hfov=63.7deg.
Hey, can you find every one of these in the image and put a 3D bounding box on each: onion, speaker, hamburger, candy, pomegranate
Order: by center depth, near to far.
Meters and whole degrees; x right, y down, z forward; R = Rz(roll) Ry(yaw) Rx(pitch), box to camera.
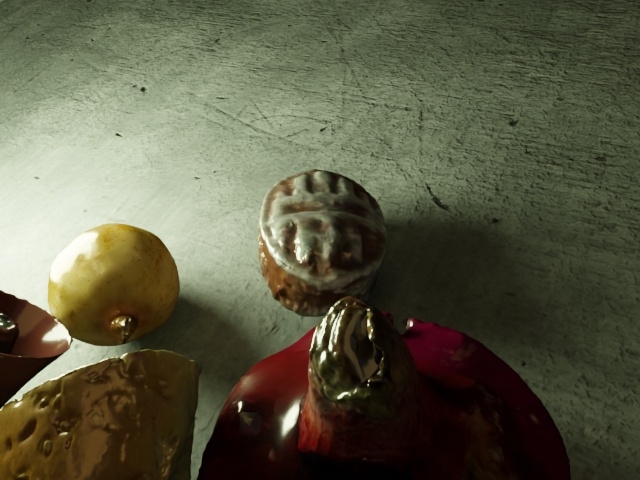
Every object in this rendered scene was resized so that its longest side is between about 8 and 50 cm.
[{"bbox_3d":[0.061,0.219,0.495,0.399,0.420,0.398,0,53,0],"label":"onion"},{"bbox_3d":[-0.245,0.269,0.504,0.330,0.162,0.209,-36,51,10],"label":"hamburger"},{"bbox_3d":[-0.456,0.251,0.694,0.329,0.259,0.198,-66,25,4],"label":"speaker"},{"bbox_3d":[-0.333,0.073,0.843,0.207,0.207,0.207,-4,48,5],"label":"pomegranate"},{"bbox_3d":[0.000,0.000,0.877,0.214,0.157,0.289,5,41,-6],"label":"candy"}]
